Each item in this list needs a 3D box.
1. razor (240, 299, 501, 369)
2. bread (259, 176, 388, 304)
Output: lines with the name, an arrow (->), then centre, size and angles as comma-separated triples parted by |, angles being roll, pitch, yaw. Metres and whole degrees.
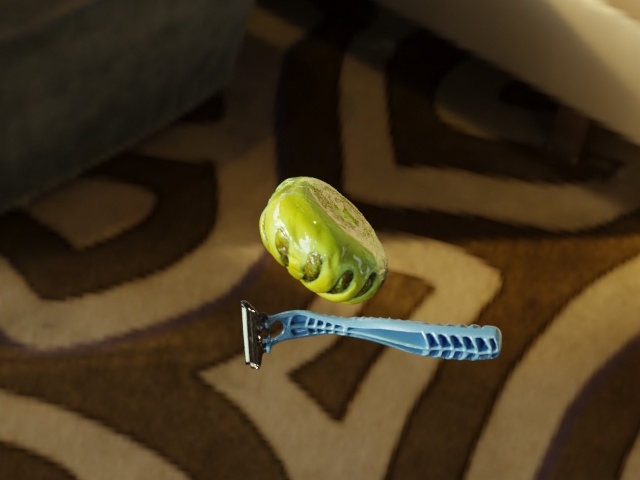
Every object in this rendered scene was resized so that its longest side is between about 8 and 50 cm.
razor -> 0.049, 0.091, 1.701 | 0.253, 0.082, 0.042 | 3, 38, 10
bread -> 0.000, 0.000, 1.537 | 0.130, 0.071, 0.139 | 34, 17, -24
